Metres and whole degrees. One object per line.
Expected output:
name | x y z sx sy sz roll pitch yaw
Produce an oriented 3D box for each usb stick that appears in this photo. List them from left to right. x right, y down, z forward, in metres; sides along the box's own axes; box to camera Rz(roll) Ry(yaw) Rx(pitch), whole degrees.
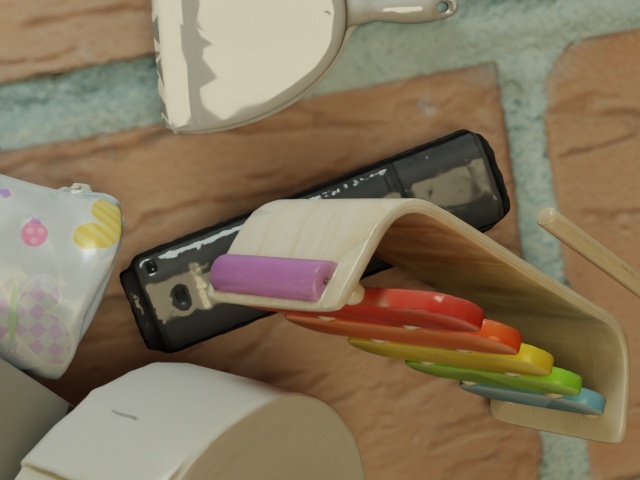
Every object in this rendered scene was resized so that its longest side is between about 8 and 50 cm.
usb stick | 0.000 0.000 0.727 0.278 0.045 0.077 -21 106 -8

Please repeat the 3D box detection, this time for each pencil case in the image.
pencil case | -0.258 -0.010 0.629 0.273 0.113 0.124 20 92 -16

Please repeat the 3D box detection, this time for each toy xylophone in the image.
toy xylophone | 0.098 0.049 0.646 0.322 0.236 0.081 25 75 -32

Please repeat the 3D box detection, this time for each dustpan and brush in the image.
dustpan and brush | -0.005 -0.152 0.695 0.211 0.060 0.147 -4 104 -6

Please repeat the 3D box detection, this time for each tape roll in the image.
tape roll | -0.081 0.221 0.638 0.286 0.100 0.286 -23 118 -54

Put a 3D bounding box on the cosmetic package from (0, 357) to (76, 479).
cosmetic package | -0.226 0.128 0.600 0.238 0.107 0.127 50 48 -49
